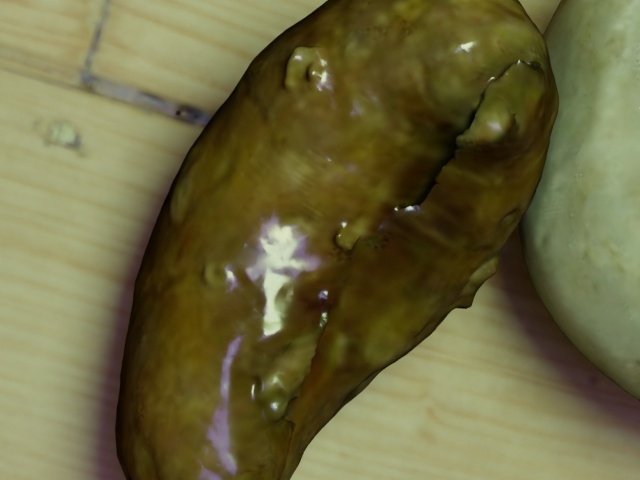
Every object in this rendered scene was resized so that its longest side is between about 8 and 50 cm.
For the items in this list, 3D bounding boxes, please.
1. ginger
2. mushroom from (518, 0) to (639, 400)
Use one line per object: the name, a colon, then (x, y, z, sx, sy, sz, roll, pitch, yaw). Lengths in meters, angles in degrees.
ginger: (0.000, 0.000, 0.970, 0.165, 0.172, 0.321, 28, 99, -21)
mushroom: (0.257, -0.044, 0.975, 0.297, 0.290, 0.297, 1, 86, -15)
